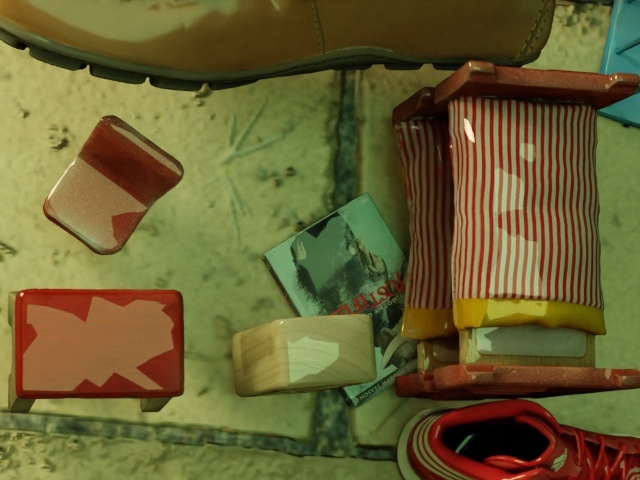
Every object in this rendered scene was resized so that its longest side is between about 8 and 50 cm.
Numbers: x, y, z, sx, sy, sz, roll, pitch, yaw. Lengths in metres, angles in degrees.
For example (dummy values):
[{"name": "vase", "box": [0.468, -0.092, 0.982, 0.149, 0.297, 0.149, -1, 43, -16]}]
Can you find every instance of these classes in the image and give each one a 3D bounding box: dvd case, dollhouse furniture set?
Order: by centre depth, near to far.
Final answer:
[{"name": "dollhouse furniture set", "box": [0.000, 0.000, 1.150, 0.374, 0.152, 0.201, 1, 82, -18]}, {"name": "dvd case", "box": [0.026, 0.039, 1.242, 0.087, 0.013, 0.119, -31, 94, -19]}]

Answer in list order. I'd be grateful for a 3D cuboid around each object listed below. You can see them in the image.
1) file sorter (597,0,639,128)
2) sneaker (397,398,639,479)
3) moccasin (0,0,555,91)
[{"name": "file sorter", "box": [0.278, -0.161, 1.302, 0.118, 0.104, 0.170, 16, 79, -15]}, {"name": "sneaker", "box": [0.164, 0.154, 1.195, 0.221, 0.128, 0.087, 8, 81, -5]}, {"name": "moccasin", "box": [-0.027, -0.172, 1.138, 0.380, 0.139, 0.147, -3, 111, -16]}]
